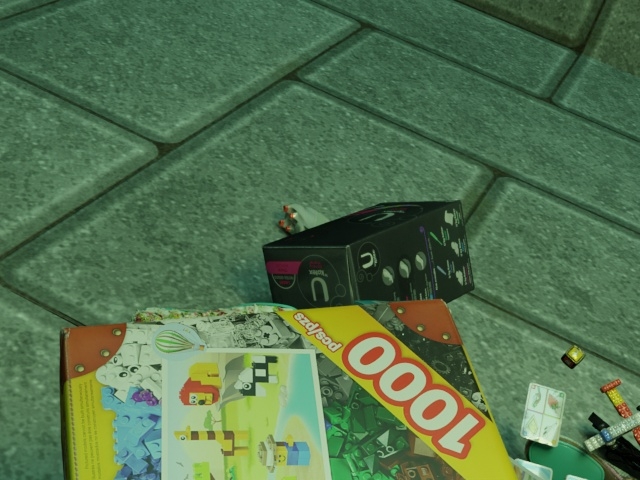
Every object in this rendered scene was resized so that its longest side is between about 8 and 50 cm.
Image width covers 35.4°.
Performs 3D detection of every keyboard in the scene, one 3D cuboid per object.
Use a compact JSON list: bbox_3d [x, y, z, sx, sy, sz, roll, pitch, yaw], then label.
[{"bbox_3d":[0.414,0.294,1.326,0.100,0.038,0.192,41,1,-32],"label":"keyboard"}]

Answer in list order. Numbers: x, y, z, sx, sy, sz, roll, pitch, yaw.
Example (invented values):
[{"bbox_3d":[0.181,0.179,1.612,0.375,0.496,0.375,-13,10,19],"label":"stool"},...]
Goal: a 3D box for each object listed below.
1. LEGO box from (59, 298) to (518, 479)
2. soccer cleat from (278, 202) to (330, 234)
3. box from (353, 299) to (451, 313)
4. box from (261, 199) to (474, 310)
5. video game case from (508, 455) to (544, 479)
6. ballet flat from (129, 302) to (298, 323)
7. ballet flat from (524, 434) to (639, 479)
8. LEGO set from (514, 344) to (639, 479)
[{"bbox_3d":[-0.012,0.307,0.829,0.372,0.193,0.500,-4,48,-16],"label":"LEGO box"},{"bbox_3d":[0.000,0.000,1.582,0.076,0.068,0.196,4,31,-28],"label":"soccer cleat"},{"bbox_3d":[0.085,0.194,1.152,0.100,0.244,0.060,3,4,-25],"label":"box"},{"bbox_3d":[0.074,0.039,1.424,0.165,0.143,0.270,-1,14,42],"label":"box"},{"bbox_3d":[0.241,0.372,1.037,0.329,0.036,0.300,32,31,23],"label":"video game case"},{"bbox_3d":[-0.136,0.127,1.245,0.241,0.091,0.077,-4,42,22],"label":"ballet flat"},{"bbox_3d":[0.361,0.313,1.285,0.221,0.077,0.079,30,14,9],"label":"ballet flat"},{"bbox_3d":[0.337,0.247,1.230,0.182,0.060,0.244,17,61,2],"label":"LEGO set"}]
